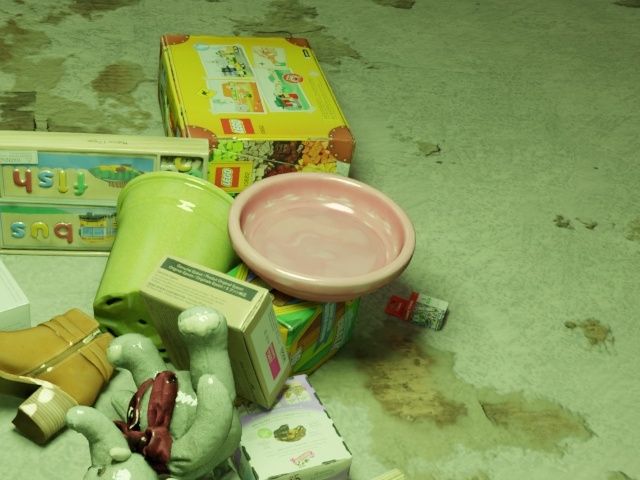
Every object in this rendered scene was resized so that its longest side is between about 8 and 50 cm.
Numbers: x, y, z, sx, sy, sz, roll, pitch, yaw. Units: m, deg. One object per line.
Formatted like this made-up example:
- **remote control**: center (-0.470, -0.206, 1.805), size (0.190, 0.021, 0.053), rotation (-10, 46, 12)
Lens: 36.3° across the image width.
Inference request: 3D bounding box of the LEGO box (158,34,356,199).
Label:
- **LEGO box**: center (-0.167, -0.282, 2.271), size (0.372, 0.193, 0.500), rotation (-2, 38, -15)

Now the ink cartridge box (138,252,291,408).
- **ink cartridge box**: center (-0.161, 0.145, 1.545), size (0.193, 0.235, 0.088), rotation (18, 56, 22)

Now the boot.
- **boot**: center (-0.473, 0.167, 1.606), size (0.283, 0.109, 0.220), rotation (42, 45, 0)

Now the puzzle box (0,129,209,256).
- **puzzle box**: center (-0.426, -0.081, 1.882), size (0.409, 0.272, 0.052), rotation (1, 41, -10)

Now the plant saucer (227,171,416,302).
- **plant saucer**: center (0.000, 0.000, 1.725), size (0.332, 0.084, 0.332), rotation (5, 37, -4)

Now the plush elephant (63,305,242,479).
- **plush elephant**: center (-0.256, 0.293, 1.402), size (0.272, 0.330, 0.255), rotation (-12, 9, 45)

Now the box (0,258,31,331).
- **box**: center (-0.619, 0.125, 1.688), size (0.182, 0.119, 0.181), rotation (-18, 45, -32)

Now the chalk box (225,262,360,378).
- **chalk box**: center (-0.042, 0.116, 1.779), size (0.179, 0.180, 0.289), rotation (30, 42, 25)

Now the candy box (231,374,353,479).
- **candy box**: center (-0.064, 0.322, 1.589), size (0.164, 0.070, 0.196), rotation (-9, 39, -23)

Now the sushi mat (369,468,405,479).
- **sushi mat**: center (0.061, 0.435, 1.449), size (0.316, 0.019, 0.151), rotation (-10, 40, -44)

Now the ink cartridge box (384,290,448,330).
- **ink cartridge box**: center (0.191, 0.133, 1.933), size (0.115, 0.029, 0.063), rotation (18, 38, 11)

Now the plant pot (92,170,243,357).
- **plant pot**: center (-0.283, 0.062, 1.761), size (0.276, 0.276, 0.254), rotation (14, 49, 6)
